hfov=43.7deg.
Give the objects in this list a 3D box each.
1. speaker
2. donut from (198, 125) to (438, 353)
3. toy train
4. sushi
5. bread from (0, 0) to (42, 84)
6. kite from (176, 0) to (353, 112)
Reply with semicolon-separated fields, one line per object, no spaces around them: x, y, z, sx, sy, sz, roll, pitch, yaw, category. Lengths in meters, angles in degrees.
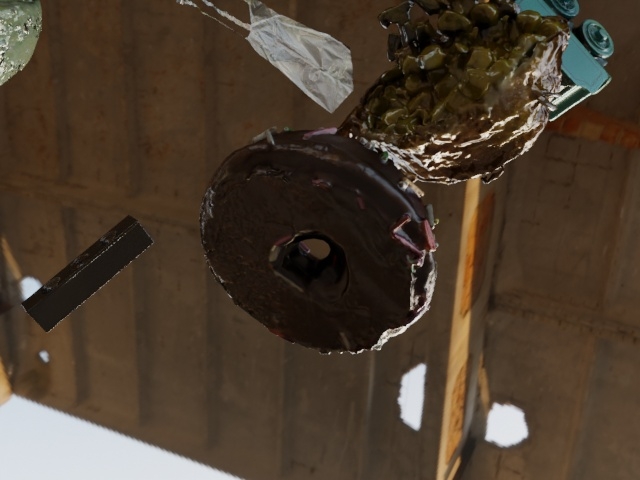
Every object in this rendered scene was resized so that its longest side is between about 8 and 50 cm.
-0.321;0.045;1.110;0.040;0.191;0.046;22;-30;55;speaker
0.000;0.000;0.834;0.270;0.103;0.269;14;-48;16;donut
0.320;-0.272;1.128;0.198;0.154;0.107;47;-37;-4;toy train
0.136;-0.165;0.899;0.296;0.166;0.179;-14;-38;40;sushi
-0.318;-0.143;0.617;0.064;0.232;0.172;39;-18;23;bread
-0.084;-0.283;1.036;0.310;0.015;0.169;34;-17;0;kite
